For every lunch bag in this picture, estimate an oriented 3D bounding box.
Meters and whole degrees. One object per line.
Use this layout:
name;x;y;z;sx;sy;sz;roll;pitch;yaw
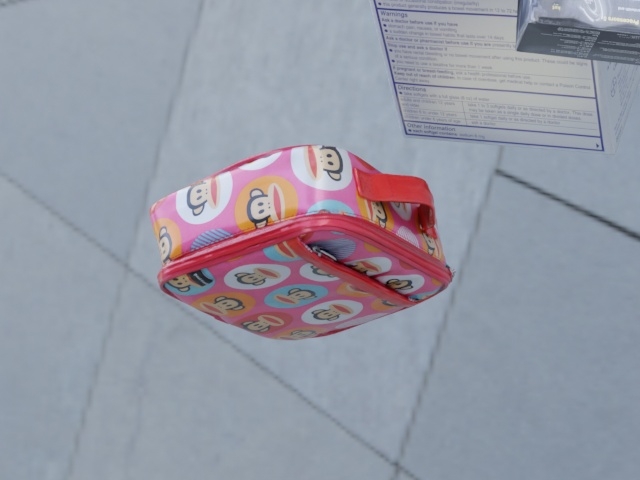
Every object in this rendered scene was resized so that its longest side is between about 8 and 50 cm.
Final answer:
lunch bag;0.000;0.000;1.613;0.258;0.293;0.120;-20;66;25

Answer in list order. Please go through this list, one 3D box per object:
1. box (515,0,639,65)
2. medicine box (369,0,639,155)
box;0.330;-0.267;1.371;0.076;0.308;0.242;97;179;-76
medicine box;0.211;-0.255;1.827;0.264;0.289;0.149;7;48;23
